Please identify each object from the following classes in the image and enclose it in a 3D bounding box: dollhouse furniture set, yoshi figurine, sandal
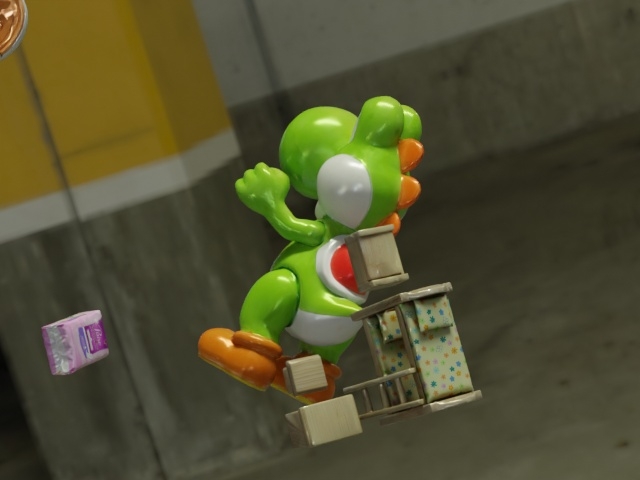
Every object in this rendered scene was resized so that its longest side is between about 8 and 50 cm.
[{"bbox_3d":[0.038,0.079,1.436,0.161,0.182,0.101,-12,-8,-32],"label":"dollhouse furniture set"},{"bbox_3d":[-0.010,-0.004,1.840,0.203,0.362,0.203,25,0,5],"label":"yoshi figurine"},{"bbox_3d":[-0.505,-0.253,2.087,0.265,0.102,0.076,-26,8,-9],"label":"sandal"}]

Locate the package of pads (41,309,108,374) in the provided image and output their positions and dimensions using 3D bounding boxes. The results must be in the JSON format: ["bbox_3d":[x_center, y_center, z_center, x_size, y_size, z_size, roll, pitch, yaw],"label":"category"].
[{"bbox_3d":[-0.239,0.100,1.555,0.032,0.050,0.083,-9,4,18],"label":"package of pads"}]
